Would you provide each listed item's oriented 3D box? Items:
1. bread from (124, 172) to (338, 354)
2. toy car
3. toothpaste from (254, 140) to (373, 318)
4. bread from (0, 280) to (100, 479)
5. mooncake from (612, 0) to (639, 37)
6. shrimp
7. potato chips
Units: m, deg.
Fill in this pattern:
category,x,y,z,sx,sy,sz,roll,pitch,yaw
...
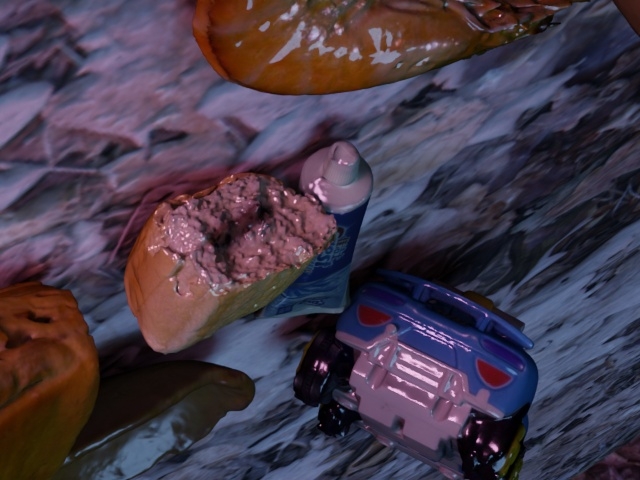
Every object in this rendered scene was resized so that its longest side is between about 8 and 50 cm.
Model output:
category,x,y,z,sx,sy,sz,roll,pitch,yaw
bread,-0.065,0.010,0.904,0.125,0.082,0.106,-25,170,-43
toy car,0.103,0.124,1.256,0.166,0.198,0.314,-60,164,-12
toothpaste,-0.001,0.001,1.015,0.069,0.047,0.268,-37,165,-21
bread,-0.236,0.144,0.854,0.210,0.099,0.235,-26,154,-57
mooncake,0.250,-0.221,0.712,0.284,0.155,0.284,-25,155,-12
shrimp,0.046,-0.138,0.752,0.248,0.068,0.150,-7,143,-37
potato chips,-0.152,0.139,1.086,0.208,0.062,0.195,-29,164,-9
